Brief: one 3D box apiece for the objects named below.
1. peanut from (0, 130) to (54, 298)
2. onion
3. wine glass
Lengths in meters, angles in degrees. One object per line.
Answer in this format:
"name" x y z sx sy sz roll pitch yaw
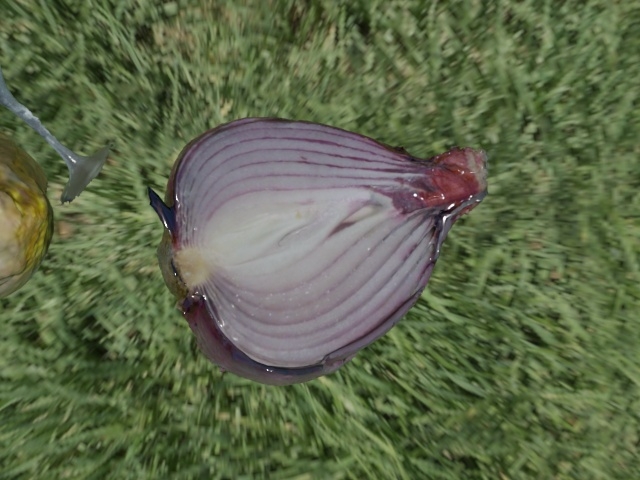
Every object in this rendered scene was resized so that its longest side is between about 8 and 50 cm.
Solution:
"peanut" -0.185 -0.018 0.808 0.087 0.207 0.087 -3 100 -16
"onion" 0.000 0.000 1.590 0.349 0.159 0.267 -15 85 -18
"wine glass" -0.287 -0.139 1.311 0.074 0.074 0.262 -46 112 -1
